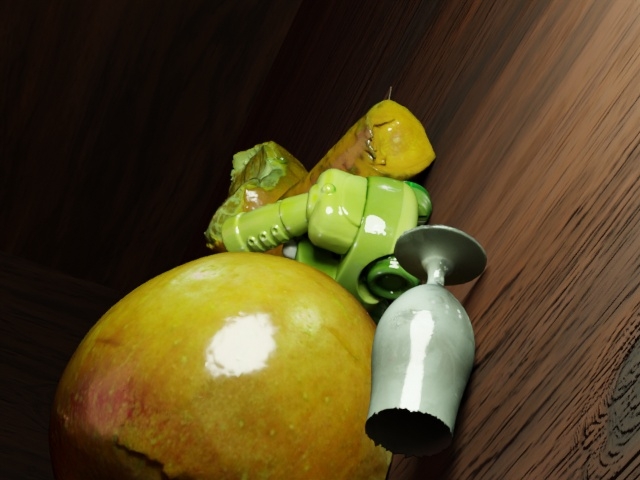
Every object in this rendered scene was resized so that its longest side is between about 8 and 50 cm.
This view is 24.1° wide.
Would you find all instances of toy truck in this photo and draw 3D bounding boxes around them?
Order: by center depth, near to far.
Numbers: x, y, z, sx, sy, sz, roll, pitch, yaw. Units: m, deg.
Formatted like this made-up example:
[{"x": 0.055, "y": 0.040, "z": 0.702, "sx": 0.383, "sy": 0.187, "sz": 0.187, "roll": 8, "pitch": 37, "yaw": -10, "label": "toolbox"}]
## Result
[{"x": 0.020, "y": -0.002, "z": 1.663, "sx": 0.187, "sy": 0.211, "sz": 0.148, "roll": -36, "pitch": 31, "yaw": 42, "label": "toy truck"}]

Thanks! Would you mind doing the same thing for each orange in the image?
[{"x": -0.088, "y": -0.051, "z": 2.439, "sx": 0.179, "sy": 0.158, "sz": 0.237, "roll": -59, "pitch": 10, "yaw": 23, "label": "orange"}]

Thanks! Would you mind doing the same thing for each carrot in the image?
[{"x": 0.008, "y": -0.032, "z": 1.805, "sx": 0.302, "sy": 0.114, "sz": 0.114, "roll": -46, "pitch": 20, "yaw": 27, "label": "carrot"}]

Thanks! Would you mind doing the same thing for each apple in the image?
[{"x": -0.087, "y": 0.203, "z": 1.560, "sx": 0.374, "sy": 0.374, "sz": 0.384, "roll": -86, "pitch": -21, "yaw": -58, "label": "apple"}]

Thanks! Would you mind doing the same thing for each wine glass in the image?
[{"x": 0.093, "y": 0.090, "z": 1.340, "sx": 0.093, "sy": 0.093, "sz": 0.202, "roll": 122, "pitch": 167, "yaw": -51, "label": "wine glass"}]

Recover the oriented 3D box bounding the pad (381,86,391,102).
[{"x": 0.052, "y": -0.100, "z": 2.219, "sx": 0.235, "sy": 0.003, "sz": 0.158, "roll": 121, "pitch": 165, "yaw": -48, "label": "pad"}]
